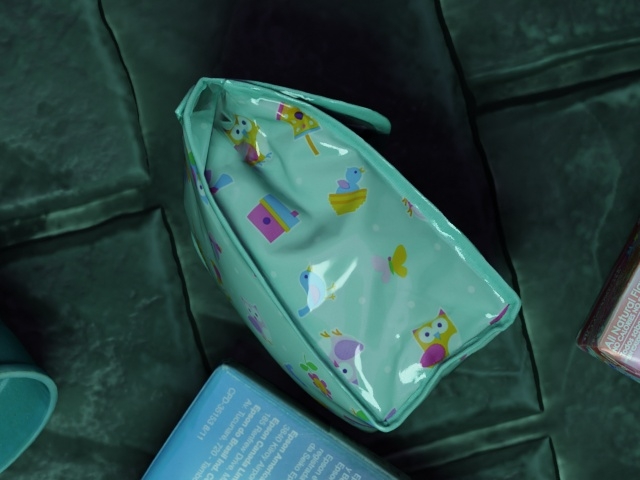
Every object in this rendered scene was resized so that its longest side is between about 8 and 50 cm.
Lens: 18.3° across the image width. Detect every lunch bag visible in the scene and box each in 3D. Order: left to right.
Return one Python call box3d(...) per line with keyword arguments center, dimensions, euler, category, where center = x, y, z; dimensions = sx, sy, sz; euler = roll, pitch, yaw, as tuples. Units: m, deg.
box3d(center=(0.000, 0.000, 1.401), dimensions=(0.160, 0.223, 0.262), euler=(-42, 86, -6), category="lunch bag")

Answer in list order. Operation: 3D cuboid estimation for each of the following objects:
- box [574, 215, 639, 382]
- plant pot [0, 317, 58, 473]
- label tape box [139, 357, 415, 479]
box3d(center=(0.319, -0.020, 1.432), dimensions=(0.142, 0.154, 0.300), euler=(28, 89, 2), category="box")
box3d(center=(-0.365, 0.071, 1.395), dimensions=(0.271, 0.271, 0.255), euler=(-34, 74, 0), category="plant pot")
box3d(center=(0.003, 0.284, 1.448), dimensions=(0.347, 0.115, 0.249), euler=(34, 89, -1), category="label tape box")
